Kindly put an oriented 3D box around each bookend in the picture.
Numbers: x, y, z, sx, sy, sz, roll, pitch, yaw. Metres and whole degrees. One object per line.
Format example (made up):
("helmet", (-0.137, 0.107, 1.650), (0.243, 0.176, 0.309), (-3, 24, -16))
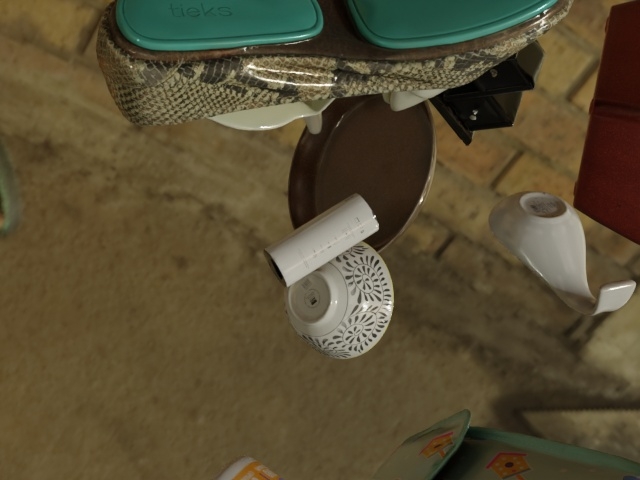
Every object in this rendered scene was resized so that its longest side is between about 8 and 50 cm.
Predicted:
("bookend", (0.219, -0.200, 1.566), (0.157, 0.156, 0.072), (45, 55, -40))

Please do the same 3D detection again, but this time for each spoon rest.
("spoon rest", (0.334, 0.017, 1.734), (0.137, 0.084, 0.276), (-9, 36, -19))

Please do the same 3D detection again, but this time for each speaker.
("speaker", (0.000, 0.000, 1.489), (0.136, 0.055, 0.055), (-32, 67, -12))

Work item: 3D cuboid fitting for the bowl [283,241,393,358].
("bowl", (0.008, 0.077, 1.686), (0.080, 0.170, 0.170), (5, 43, -56))

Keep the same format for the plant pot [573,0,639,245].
("plant pot", (0.429, -0.135, 1.442), (0.235, 0.267, 0.267), (11, 52, 11))

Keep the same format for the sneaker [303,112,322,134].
("sneaker", (-0.039, -0.225, 1.832), (0.054, 0.061, 0.152), (-127, -164, -74))

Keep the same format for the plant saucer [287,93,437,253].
("plant saucer", (0.071, -0.108, 1.903), (0.050, 0.310, 0.310), (18, 37, -40))

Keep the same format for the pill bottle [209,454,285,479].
("pill bottle", (-0.005, 0.335, 1.165), (0.272, 0.152, 0.152), (31, 33, 13))

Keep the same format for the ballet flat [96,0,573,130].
("ballet flat", (0.014, -0.199, 1.288), (0.482, 0.182, 0.164), (-9, 55, -8))

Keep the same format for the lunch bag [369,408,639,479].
("lunch bag", (0.099, 0.250, 0.909), (0.262, 0.160, 0.223), (13, 46, 41))
